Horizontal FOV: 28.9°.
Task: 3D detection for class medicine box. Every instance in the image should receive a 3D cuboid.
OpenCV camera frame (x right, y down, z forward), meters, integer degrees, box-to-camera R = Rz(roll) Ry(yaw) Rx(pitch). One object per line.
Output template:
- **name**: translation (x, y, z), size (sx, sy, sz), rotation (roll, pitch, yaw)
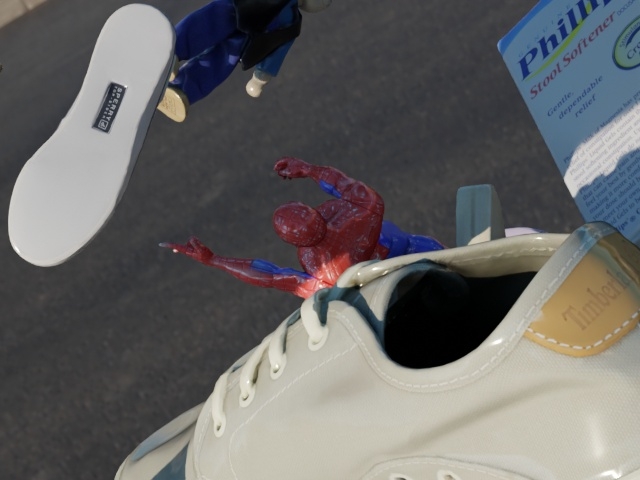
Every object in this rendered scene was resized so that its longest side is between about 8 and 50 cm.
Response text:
- **medicine box**: translation (0.308, -0.066, 0.966), size (0.149, 0.263, 0.289), rotation (-44, 34, 23)

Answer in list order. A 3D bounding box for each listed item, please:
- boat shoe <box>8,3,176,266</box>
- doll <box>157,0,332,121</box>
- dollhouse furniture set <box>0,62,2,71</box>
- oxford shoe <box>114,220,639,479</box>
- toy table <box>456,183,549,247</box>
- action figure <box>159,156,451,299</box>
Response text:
- **boat shoe**: translation (-0.079, -0.036, 0.447), size (0.035, 0.035, 0.100), rotation (56, -123, -86)
- **doll**: translation (-0.060, -0.167, 0.999), size (0.046, 0.129, 0.189), rotation (26, 52, 35)
- **dollhouse furniture set**: translation (-0.187, -0.128, 0.765), size (0.123, 0.151, 0.144), rotation (3, -19, -16)
- **oxford shoe**: translation (0.020, 0.080, 0.662), size (0.169, 0.130, 0.449), rotation (-41, 13, -37)
- **toy table**: translation (0.134, 0.098, 0.945), size (0.252, 0.161, 0.274), rotation (-17, 63, 16)
- **action figure**: translation (0.000, 0.000, 0.857), size (0.139, 0.280, 0.091), rotation (22, 88, 19)
